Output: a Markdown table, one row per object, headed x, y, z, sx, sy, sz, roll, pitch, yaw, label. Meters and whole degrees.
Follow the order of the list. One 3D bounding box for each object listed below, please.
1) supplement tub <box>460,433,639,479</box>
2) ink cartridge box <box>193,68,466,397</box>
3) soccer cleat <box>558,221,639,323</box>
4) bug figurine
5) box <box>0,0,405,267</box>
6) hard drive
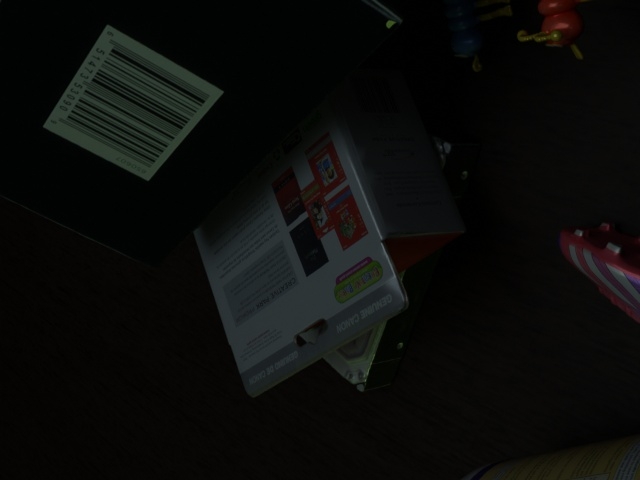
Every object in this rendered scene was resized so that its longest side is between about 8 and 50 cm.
| x | y | z | sx | sy | sz | roll | pitch | yaw | label |
| --- | --- | --- | --- | --- | --- | --- | --- | --- | --- |
| 0.276 | 0.284 | 0.738 | 0.331 | 0.241 | 0.241 | -29 | 73 | 47 | supplement tub |
| 0.000 | 0.000 | 1.011 | 0.309 | 0.130 | 0.272 | -36 | 67 | 46 | ink cartridge box |
| 0.312 | 0.061 | 0.797 | 0.248 | 0.083 | 0.095 | 31 | 121 | 40 | soccer cleat |
| 0.163 | -0.267 | 0.829 | 0.279 | 0.072 | 0.216 | -153 | 45 | -73 | bug figurine |
| -0.141 | -0.308 | 0.957 | 0.480 | 0.297 | 0.472 | -39 | 32 | 44 | box |
| 0.045 | -0.015 | 1.107 | 0.237 | 0.064 | 0.339 | 40 | 124 | 39 | hard drive |
